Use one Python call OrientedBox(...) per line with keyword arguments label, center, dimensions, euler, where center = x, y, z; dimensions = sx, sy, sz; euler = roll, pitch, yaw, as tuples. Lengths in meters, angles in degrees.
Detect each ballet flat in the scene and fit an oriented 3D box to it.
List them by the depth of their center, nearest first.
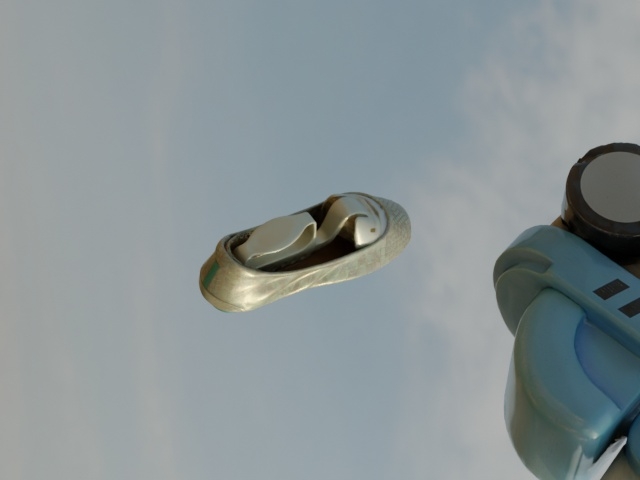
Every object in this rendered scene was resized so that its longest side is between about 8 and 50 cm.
OrientedBox(label="ballet flat", center=(0.000, 0.000, 0.905), dimensions=(0.057, 0.168, 0.052), euler=(47, -40, 23))

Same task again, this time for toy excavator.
OrientedBox(label="toy excavator", center=(0.277, 0.201, 1.320), dimensions=(0.433, 0.445, 0.222), euler=(38, -21, 21))
